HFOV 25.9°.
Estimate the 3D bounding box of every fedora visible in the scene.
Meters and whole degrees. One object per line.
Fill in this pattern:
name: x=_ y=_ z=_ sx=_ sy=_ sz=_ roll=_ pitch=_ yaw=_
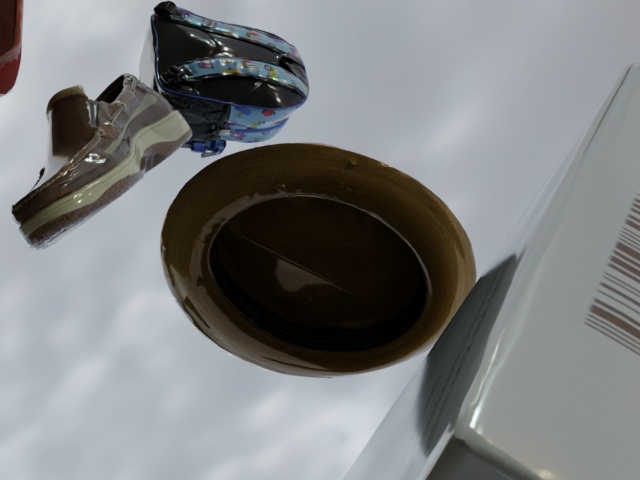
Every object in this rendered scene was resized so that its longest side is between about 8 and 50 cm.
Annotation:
fedora: x=0.000 y=0.000 z=0.849 sx=0.194 sy=0.194 sz=0.079 roll=-32 pitch=-149 yaw=28

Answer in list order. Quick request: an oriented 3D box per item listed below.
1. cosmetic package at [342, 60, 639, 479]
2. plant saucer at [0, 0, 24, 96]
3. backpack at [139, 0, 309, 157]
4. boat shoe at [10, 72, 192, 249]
cosmetic package: x=0.157 y=0.200 z=0.665 sx=0.394 sy=0.327 sz=0.329 roll=-61 pitch=176 yaw=38
plant saucer: x=-0.335 y=-0.148 z=1.070 sx=0.259 sy=0.048 sz=0.258 roll=-20 pitch=-141 yaw=6
backpack: x=-0.106 y=-0.167 z=1.511 sx=0.158 sy=0.173 sz=0.117 roll=-102 pitch=-154 yaw=-45
boat shoe: x=-0.193 y=-0.073 z=1.120 sx=0.095 sy=0.095 sz=0.257 roll=-33 pitch=-171 yaw=21
